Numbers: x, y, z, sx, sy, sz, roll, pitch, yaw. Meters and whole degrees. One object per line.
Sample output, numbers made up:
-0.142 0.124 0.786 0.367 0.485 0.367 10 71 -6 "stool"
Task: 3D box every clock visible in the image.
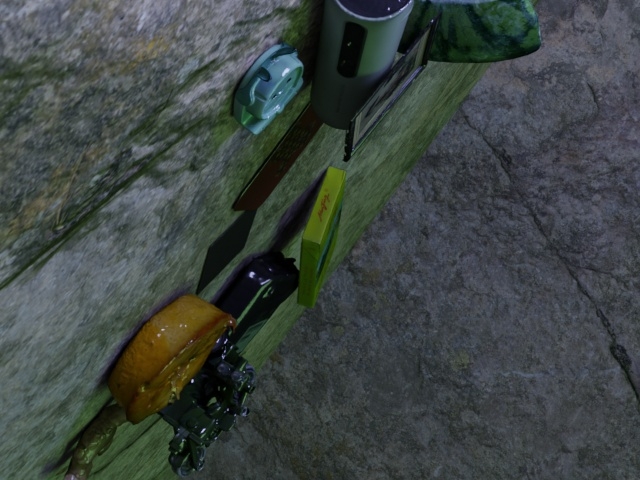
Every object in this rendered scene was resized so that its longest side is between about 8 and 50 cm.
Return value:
-0.061 -0.190 1.184 0.101 0.041 0.135 -49 173 -14 "clock"

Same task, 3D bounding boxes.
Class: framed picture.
0.095 -0.207 1.350 0.195 0.010 0.199 -51 173 -9 "framed picture"

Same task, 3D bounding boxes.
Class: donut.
-0.255 0.199 1.677 0.253 0.118 0.253 -51 176 -5 "donut"

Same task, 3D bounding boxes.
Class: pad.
-0.046 -0.154 1.618 0.267 0.004 0.181 -53 173 9 "pad"
-0.165 0.013 1.748 0.143 0.003 0.211 -48 173 -29 "pad"

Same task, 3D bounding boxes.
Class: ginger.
-0.403 0.359 1.818 0.259 0.065 0.149 -59 -172 -25 "ginger"

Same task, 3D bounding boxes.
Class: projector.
0.049 -0.255 1.287 0.108 0.108 0.337 -49 173 -15 "projector"

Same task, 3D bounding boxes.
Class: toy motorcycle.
-0.237 0.285 1.836 0.275 0.205 0.127 -56 153 -11 "toy motorcycle"

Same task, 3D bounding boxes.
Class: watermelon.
0.200 -0.364 1.418 0.213 0.261 0.201 37 64 -80 "watermelon"

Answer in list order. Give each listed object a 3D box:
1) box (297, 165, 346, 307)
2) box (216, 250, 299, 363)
0.000 0.000 2.160 0.335 0.047 0.187 95 14 -63 "box"
-0.185 0.182 2.138 0.350 0.091 0.359 -53 173 7 "box"
